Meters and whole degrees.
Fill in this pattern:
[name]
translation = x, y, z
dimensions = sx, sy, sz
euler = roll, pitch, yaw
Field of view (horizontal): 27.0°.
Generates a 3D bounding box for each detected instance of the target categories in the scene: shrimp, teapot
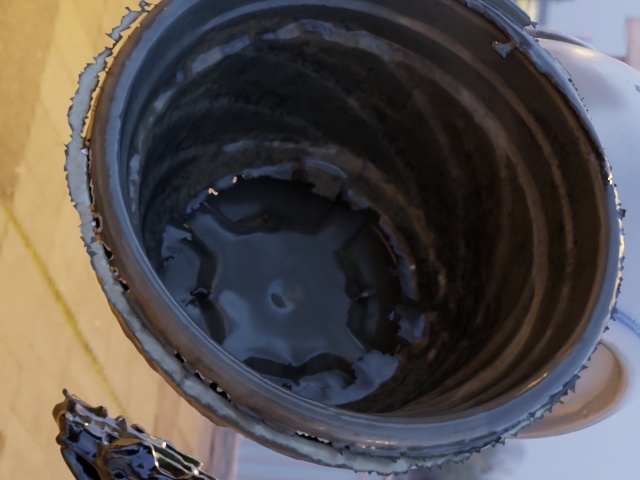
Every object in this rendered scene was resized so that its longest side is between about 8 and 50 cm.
[shrimp]
translation = -0.057, 0.203, 0.896
dimensions = 0.071, 0.365, 0.233
euler = -50, -152, -7
[teapot]
translation = 0.114, -0.031, 0.829
dimensions = 0.252, 0.424, 0.280
euler = 90, 4, -54

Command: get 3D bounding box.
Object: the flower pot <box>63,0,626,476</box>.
[flower pot]
translation = 0.000, 0.000, 0.578
dimensions = 0.140, 0.235, 0.235
euler = 130, -30, -60
